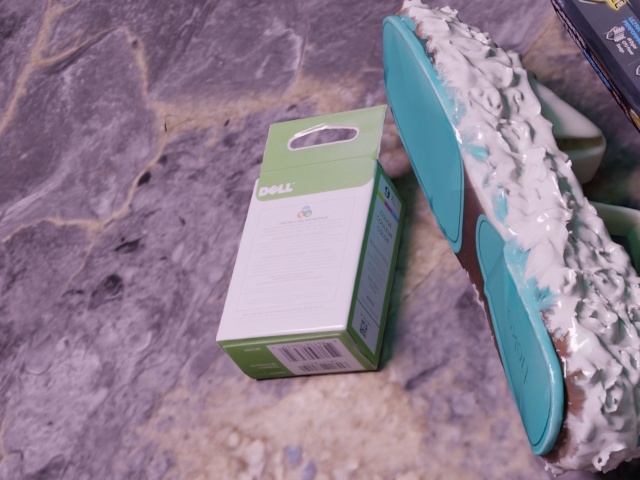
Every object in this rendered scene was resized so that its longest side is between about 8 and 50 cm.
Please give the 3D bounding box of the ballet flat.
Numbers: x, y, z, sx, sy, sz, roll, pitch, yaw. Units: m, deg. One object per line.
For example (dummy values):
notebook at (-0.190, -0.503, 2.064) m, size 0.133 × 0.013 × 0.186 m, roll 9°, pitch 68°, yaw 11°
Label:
ballet flat at (0.151, -0.017, 0.845) m, size 0.147 × 0.147 × 0.409 m, roll -26°, pitch 49°, yaw 11°

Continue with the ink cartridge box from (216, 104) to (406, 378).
ink cartridge box at (0.000, 0.000, 0.946) m, size 0.109 × 0.062 × 0.209 m, roll -8°, pitch 52°, yaw 27°

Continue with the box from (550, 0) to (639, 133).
box at (0.287, -0.167, 0.908) m, size 0.175 × 0.051 × 0.220 m, roll -29°, pitch 46°, yaw 9°
